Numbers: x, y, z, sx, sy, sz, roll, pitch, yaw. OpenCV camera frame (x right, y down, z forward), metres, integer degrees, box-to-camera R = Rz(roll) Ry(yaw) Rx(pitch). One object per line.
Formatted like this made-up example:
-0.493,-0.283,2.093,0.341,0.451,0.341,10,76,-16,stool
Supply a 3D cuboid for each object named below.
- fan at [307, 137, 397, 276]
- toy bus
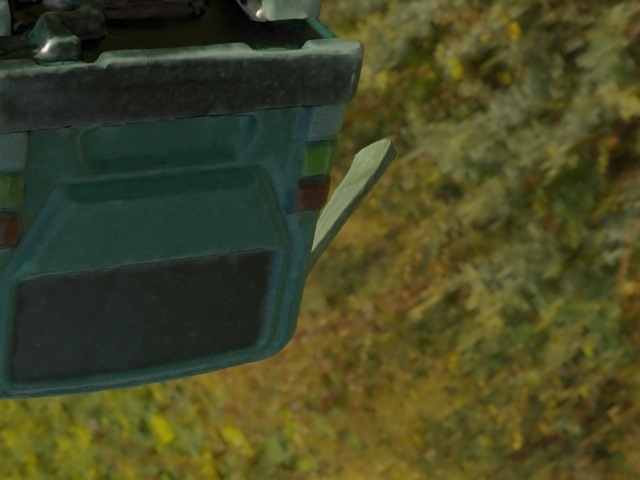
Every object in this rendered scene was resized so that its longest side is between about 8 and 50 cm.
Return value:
0.000,0.000,1.132,0.038,0.193,0.016,-18,120,47,fan
-0.101,-0.071,0.585,0.256,0.128,0.147,51,139,46,toy bus
